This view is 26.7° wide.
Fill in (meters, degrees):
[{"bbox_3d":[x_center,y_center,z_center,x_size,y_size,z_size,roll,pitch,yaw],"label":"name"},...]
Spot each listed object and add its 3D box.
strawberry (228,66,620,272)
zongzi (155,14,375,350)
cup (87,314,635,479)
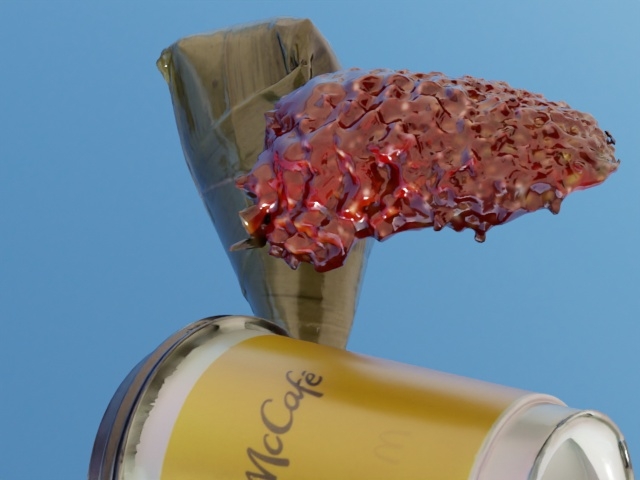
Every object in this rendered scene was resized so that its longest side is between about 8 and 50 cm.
[{"bbox_3d":[0.051,-0.063,0.741,0.167,0.208,0.087,-72,-38,-59],"label":"strawberry"},{"bbox_3d":[0.000,0.000,1.041,0.274,0.145,0.300,30,-135,-69],"label":"zongzi"},{"bbox_3d":[0.017,0.143,0.741,0.196,0.280,0.196,-4,-85,-52],"label":"cup"}]
